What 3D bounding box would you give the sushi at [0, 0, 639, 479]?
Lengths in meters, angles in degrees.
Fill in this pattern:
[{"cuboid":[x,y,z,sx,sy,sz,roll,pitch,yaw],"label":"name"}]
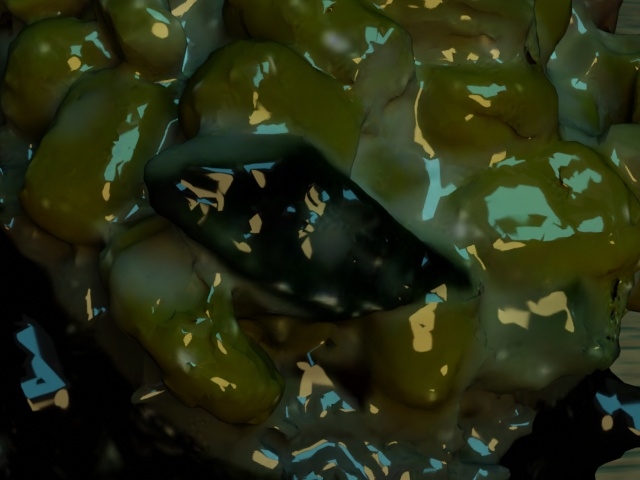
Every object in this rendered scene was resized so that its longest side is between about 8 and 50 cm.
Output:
[{"cuboid":[0.000,0.000,0.634,0.328,0.285,0.329,10,52,-18],"label":"sushi"}]
